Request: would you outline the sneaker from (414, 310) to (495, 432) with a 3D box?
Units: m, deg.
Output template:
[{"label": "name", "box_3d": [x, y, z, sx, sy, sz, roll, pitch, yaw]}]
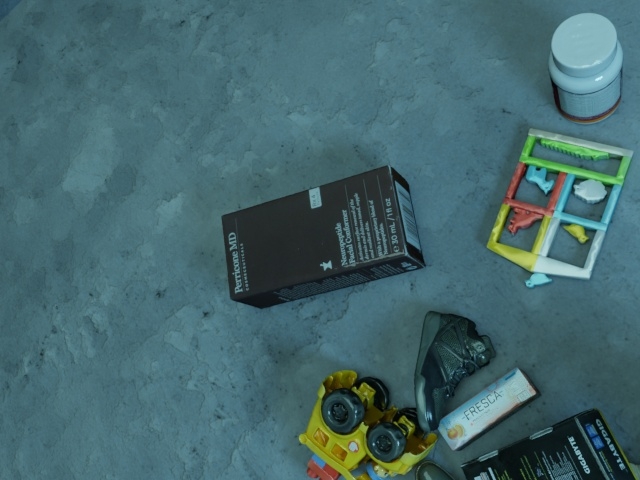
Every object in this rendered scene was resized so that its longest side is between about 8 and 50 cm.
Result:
[{"label": "sneaker", "box_3d": [0.239, 0.233, 1.203, 0.130, 0.087, 0.227, 2, 53, 22]}]

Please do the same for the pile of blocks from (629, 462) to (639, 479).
[{"label": "pile of blocks", "box_3d": [0.592, 0.493, 1.008, 0.362, 0.149, 0.112, 47, 140, 35]}]

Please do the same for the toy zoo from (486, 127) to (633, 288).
[{"label": "toy zoo", "box_3d": [0.434, -0.050, 1.244, 0.192, 0.030, 0.293, 20, 85, 27]}]

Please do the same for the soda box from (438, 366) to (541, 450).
[{"label": "soda box", "box_3d": [0.298, 0.300, 1.195, 0.183, 0.063, 0.058, -38, 62, 11]}]

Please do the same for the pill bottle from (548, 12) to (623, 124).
[{"label": "pill bottle", "box_3d": [0.468, -0.299, 1.187, 0.121, 0.221, 0.121, -6, 74, 22]}]

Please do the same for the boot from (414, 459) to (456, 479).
[{"label": "boot", "box_3d": [0.239, 0.470, 1.122, 0.082, 0.106, 0.219, -31, 84, -11]}]

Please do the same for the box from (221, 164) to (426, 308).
[{"label": "box", "box_3d": [0.000, 0.000, 1.365, 0.382, 0.143, 0.191, -17, 71, 21]}]

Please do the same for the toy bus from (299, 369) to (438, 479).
[{"label": "toy bus", "box_3d": [0.072, 0.380, 1.239, 0.220, 0.149, 0.211, 32, 104, 25]}]

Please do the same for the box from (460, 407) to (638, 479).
[{"label": "box", "box_3d": [0.393, 0.458, 1.045, 0.257, 0.079, 0.321, -45, 59, 42]}]
